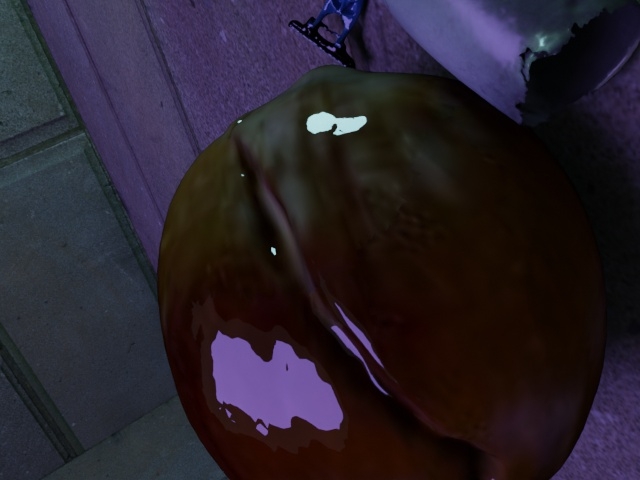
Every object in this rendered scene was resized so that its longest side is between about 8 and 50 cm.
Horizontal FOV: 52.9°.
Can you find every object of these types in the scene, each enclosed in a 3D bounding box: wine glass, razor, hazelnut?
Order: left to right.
[{"bbox_3d":[0.035,-0.244,0.534,0.082,0.042,0.253,36,155,2],"label":"razor"},{"bbox_3d":[0.040,0.046,0.526,0.372,0.372,0.315,63,-162,-7],"label":"hazelnut"},{"bbox_3d":[0.094,-0.170,0.399,0.204,0.111,0.111,56,159,22],"label":"wine glass"}]
